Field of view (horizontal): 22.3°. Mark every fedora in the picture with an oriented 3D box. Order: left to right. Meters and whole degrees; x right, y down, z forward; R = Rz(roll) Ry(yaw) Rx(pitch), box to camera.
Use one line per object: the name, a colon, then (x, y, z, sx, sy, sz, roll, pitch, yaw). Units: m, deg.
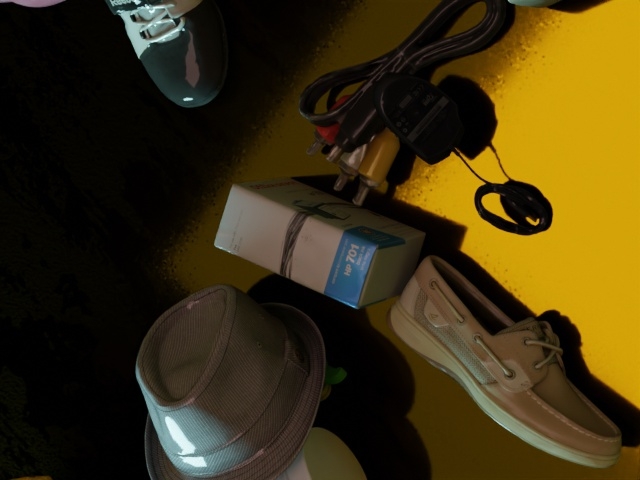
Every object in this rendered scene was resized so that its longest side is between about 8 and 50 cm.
fedora: (-0.122, 0.152, 1.821, 0.244, 0.275, 0.124, -18, 129, 27)

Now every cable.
cable: (0.087, -0.183, 1.823, 0.287, 0.072, 0.139, -48, 62, 9)

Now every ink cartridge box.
ink cartridge box: (0.000, 0.000, 1.818, 0.191, 0.140, 0.082, 24, 106, 22)

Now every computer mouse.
computer mouse: (0.152, -0.092, 1.768, 0.242, 0.041, 0.071, 45, 89, -6)

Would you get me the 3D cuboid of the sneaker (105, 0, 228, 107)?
sneaker: (-0.214, -0.310, 1.893, 0.122, 0.146, 0.330, -21, 87, 24)

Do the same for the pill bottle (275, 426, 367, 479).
pill bottle: (-0.102, 0.344, 1.877, 0.323, 0.181, 0.181, -33, 80, 24)

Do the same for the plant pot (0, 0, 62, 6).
plant pot: (-0.385, -0.369, 1.952, 0.180, 0.201, 0.201, -11, 90, 41)

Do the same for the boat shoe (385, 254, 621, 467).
boat shoe: (0.209, 0.130, 1.752, 0.302, 0.109, 0.098, 38, 110, 24)

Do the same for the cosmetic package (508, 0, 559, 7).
cosmetic package: (0.316, -0.360, 1.641, 0.296, 0.129, 0.153, -22, 86, 26)

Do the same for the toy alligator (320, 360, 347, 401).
toy alligator: (-0.050, 0.170, 1.911, 0.190, 0.056, 0.051, -24, 42, 27)

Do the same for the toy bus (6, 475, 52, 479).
toy bus: (-0.345, 0.463, 2.007, 0.108, 0.130, 0.332, -15, 75, 33)
